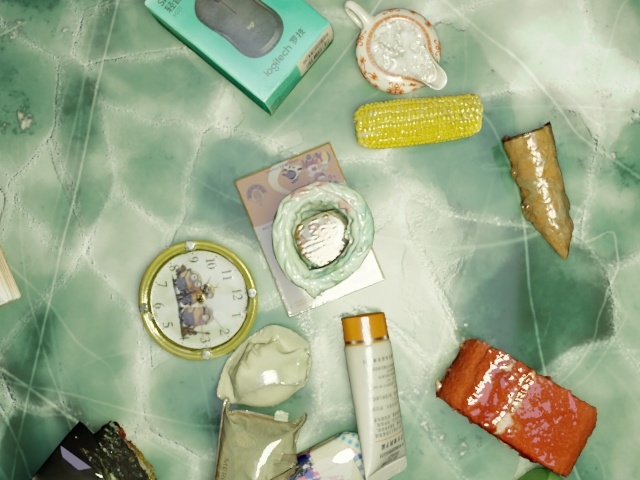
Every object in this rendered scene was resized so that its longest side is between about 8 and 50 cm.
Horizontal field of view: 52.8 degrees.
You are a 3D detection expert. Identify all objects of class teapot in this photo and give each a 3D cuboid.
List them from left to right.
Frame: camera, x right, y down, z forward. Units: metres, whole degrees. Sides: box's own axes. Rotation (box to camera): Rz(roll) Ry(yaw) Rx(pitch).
[{"bbox_3d":[0.138,-0.369,1.235,0.245,0.116,0.159,36,102,0],"label":"teapot"}]

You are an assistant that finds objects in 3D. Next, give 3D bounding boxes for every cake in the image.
[{"bbox_3d":[0.349,0.294,1.171,0.283,0.177,0.151,29,90,4],"label":"cake"}]

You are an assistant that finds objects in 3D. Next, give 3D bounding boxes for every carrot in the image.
[{"bbox_3d":[0.427,-0.090,1.225,0.102,0.102,0.263,-18,89,1],"label":"carrot"}]

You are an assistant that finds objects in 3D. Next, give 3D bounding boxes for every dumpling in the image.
[{"bbox_3d":[-0.109,0.238,1.233,0.181,0.111,0.155,0,58,-4],"label":"dumpling"}]

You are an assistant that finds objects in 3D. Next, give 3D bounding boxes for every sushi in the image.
[{"bbox_3d":[-0.407,0.464,1.179,0.227,0.212,0.215,40,102,-8],"label":"sushi"}]

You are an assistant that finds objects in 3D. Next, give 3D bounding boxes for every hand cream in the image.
[{"bbox_3d":[0.110,0.294,1.222,0.089,0.139,0.314,-15,80,37],"label":"hand cream"}]

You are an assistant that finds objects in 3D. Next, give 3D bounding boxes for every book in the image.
[{"bbox_3d":[-0.022,-0.021,1.274,0.208,0.020,0.295,-22,88,0],"label":"book"}]

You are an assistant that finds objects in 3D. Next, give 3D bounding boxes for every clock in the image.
[{"bbox_3d":[-0.235,0.115,1.259,0.237,0.057,0.237,0,90,2],"label":"clock"}]

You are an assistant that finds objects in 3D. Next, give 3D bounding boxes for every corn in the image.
[{"bbox_3d":[0.185,-0.228,1.236,0.244,0.093,0.093,-6,88,2],"label":"corn"}]

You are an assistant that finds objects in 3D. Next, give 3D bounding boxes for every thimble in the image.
[{"bbox_3d":[0.000,0.000,1.189,0.185,0.149,0.211,12,88,-1],"label":"thimble"}]

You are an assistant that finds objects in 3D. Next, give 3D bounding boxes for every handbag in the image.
[{"bbox_3d":[-0.116,0.430,1.156,0.182,0.117,0.270,9,80,5],"label":"handbag"}]

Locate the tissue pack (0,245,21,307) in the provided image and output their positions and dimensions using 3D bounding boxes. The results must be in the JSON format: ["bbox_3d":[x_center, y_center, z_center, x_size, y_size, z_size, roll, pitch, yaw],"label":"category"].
[{"bbox_3d":[-0.734,0.001,1.271,0.170,0.071,0.325,-23,88,3],"label":"tissue pack"}]

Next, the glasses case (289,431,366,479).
[{"bbox_3d":[-0.041,0.481,1.230,0.327,0.076,0.125,-28,84,1],"label":"glasses case"}]

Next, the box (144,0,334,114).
[{"bbox_3d":[-0.154,-0.420,1.241,0.311,0.118,0.205,41,88,2],"label":"box"}]

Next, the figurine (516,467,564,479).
[{"bbox_3d":[0.445,0.547,1.198,0.234,0.127,0.185,42,102,-11],"label":"figurine"}]
